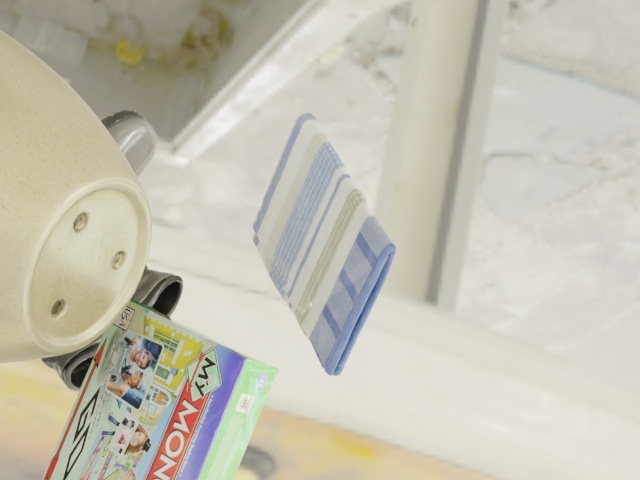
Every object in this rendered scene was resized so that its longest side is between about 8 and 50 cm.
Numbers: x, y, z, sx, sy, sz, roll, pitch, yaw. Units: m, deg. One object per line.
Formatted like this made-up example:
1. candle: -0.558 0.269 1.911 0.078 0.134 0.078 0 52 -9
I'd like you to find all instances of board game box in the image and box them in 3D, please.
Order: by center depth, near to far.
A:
1. board game box: -0.178 0.231 1.273 0.046 0.317 0.213 25 176 -43

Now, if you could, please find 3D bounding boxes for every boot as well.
1. boot: -0.239 0.013 1.561 0.222 0.338 0.118 24 156 27

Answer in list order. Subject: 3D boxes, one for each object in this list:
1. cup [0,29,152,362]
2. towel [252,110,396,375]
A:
1. cup: -0.296 -0.019 1.227 0.237 0.331 0.331 24 156 27
2. towel: 0.000 0.000 1.638 0.034 0.285 0.209 3 126 -29
